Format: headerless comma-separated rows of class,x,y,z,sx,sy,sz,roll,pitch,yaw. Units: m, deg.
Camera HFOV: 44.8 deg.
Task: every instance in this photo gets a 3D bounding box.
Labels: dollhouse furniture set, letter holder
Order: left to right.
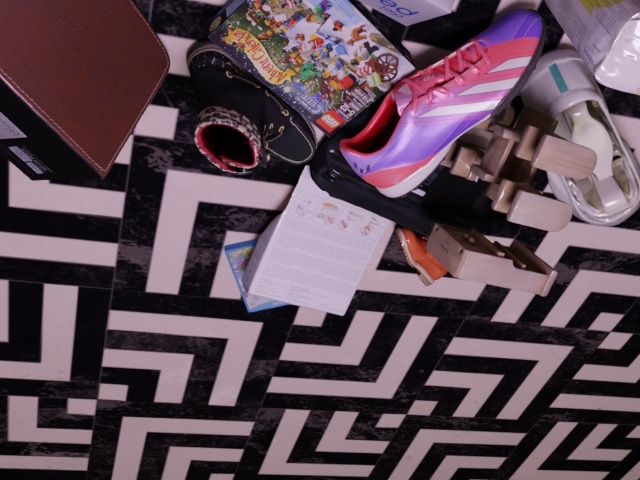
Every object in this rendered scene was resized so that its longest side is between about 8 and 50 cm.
letter holder,-0.349,-0.247,0.914,0.152,0.214,0.302,2,146,36
dollhouse furniture set,0.279,-0.061,1.099,0.161,0.212,0.242,12,111,-24

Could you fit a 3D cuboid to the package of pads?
package of pads,0.441,-0.258,0.964,0.297,0.229,0.101,9,132,-17

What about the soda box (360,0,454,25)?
soda box,0.025,-0.347,0.872,0.286,0.098,0.091,20,86,-27

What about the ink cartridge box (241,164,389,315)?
ink cartridge box,0.000,0.000,1.271,0.189,0.066,0.232,16,104,-28

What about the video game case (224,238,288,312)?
video game case,-0.087,0.058,1.339,0.119,0.015,0.166,-12,136,2

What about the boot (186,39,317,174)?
boot,-0.086,-0.137,1.027,0.085,0.178,0.236,-33,130,21

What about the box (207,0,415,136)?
box,-0.009,-0.256,1.017,0.159,0.044,0.233,-37,130,24

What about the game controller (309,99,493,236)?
game controller,0.144,-0.100,1.202,0.319,0.067,0.166,21,113,-29

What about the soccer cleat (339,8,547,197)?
soccer cleat,0.163,-0.196,1.040,0.116,0.108,0.318,32,112,-35

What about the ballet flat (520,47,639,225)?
ballet flat,0.411,-0.114,1.174,0.139,0.139,0.400,-27,133,17

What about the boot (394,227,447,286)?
boot,0.183,0.013,1.317,0.085,0.059,0.158,-29,141,14
